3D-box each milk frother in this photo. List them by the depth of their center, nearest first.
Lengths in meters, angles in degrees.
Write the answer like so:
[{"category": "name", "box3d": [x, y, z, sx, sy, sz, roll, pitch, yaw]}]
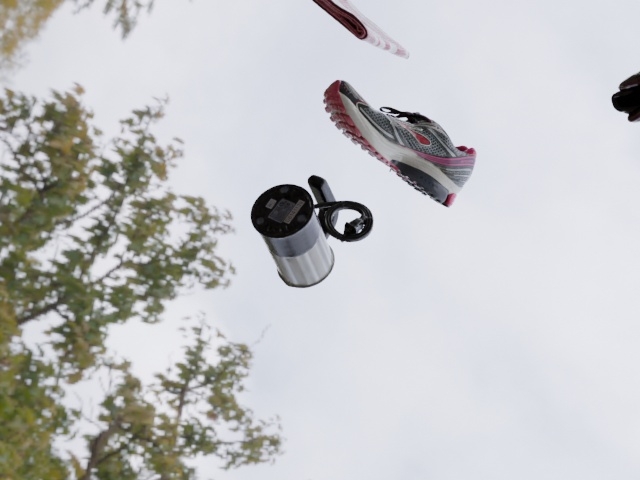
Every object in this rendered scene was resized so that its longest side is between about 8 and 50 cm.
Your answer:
[{"category": "milk frother", "box3d": [0.000, 0.000, 1.078, 0.129, 0.134, 0.143, -39, -123, -11]}]

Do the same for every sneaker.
[{"category": "sneaker", "box3d": [0.517, -0.237, 1.232, 0.163, 0.281, 0.106, -21, -92, 19]}, {"category": "sneaker", "box3d": [0.130, -0.177, 1.369, 0.112, 0.299, 0.121, -56, -154, 3]}]

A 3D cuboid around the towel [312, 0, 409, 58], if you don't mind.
[{"category": "towel", "box3d": [0.079, -0.521, 1.909, 0.237, 0.329, 0.037, 44, -71, 14]}]
